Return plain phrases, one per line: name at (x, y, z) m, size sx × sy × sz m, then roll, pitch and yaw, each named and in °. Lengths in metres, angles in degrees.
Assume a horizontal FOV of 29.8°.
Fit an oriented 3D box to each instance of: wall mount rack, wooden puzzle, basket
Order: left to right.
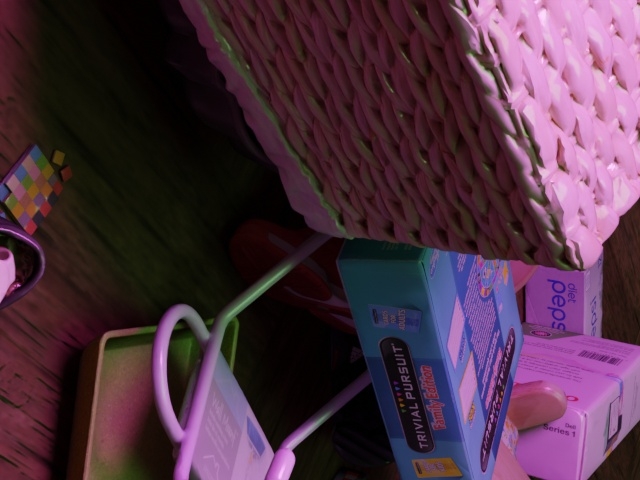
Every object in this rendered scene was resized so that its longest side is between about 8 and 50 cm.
wooden puzzle at (-0.212, -0.037, 0.882) m, size 0.083 × 0.006 × 0.049 m, roll -60°, pitch 145°, yaw -29°
wall mount rack at (-0.022, 0.150, 1.063) m, size 0.350 × 0.131 × 0.304 m, roll 70°, pitch 24°, yaw -44°
basket at (0.113, -0.195, 0.865) m, size 0.328 × 0.266 × 0.331 m, roll -51°, pitch 134°, yaw -23°

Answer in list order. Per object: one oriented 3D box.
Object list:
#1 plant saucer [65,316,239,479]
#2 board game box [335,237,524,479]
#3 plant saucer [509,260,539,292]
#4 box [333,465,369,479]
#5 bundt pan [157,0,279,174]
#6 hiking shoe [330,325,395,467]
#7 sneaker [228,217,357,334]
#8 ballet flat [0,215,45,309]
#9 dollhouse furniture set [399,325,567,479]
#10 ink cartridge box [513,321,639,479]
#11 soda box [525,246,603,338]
plant saucer at (-0.150, 0.157, 1.017) m, size 0.188 × 0.045 × 0.188 m, roll -2°, pitch 101°, yaw -59°
board game box at (0.119, 0.064, 1.166) m, size 0.253 × 0.079 × 0.336 m, roll -66°, pitch 149°, yaw -46°
plant saucer at (0.203, -0.067, 1.388) m, size 0.278 × 0.041 × 0.277 m, roll -17°, pitch 112°, yaw -48°
box at (0.030, 0.378, 1.411) m, size 0.114 × 0.036 × 0.207 m, roll -50°, pitch 139°, yaw -40°
bundt pan at (-0.006, -0.209, 1.018) m, size 0.331 × 0.124 × 0.330 m, roll -15°, pitch 112°, yaw -42°
hiking shoe at (0.053, 0.093, 1.316) m, size 0.132 × 0.113 × 0.303 m, roll 105°, pitch -7°, yaw -82°
sneaker at (0.000, 0.000, 1.183) m, size 0.221 × 0.087 × 0.128 m, roll 38°, pitch 57°, yaw -46°
ballet flat at (-0.275, 0.036, 0.711) m, size 0.280 × 0.096 × 0.095 m, roll -31°, pitch 126°, yaw -52°
dollhouse furniture set at (0.273, 0.324, 1.380) m, size 0.394 × 0.257 × 0.362 m, roll 53°, pitch 31°, yaw -30°
ink cartridge box at (0.320, 0.222, 1.684) m, size 0.278 × 0.201 × 0.117 m, roll -23°, pitch 119°, yaw -56°
soda box at (0.376, 0.145, 1.860) m, size 0.091 × 0.098 × 0.286 m, roll -42°, pitch 135°, yaw -49°
